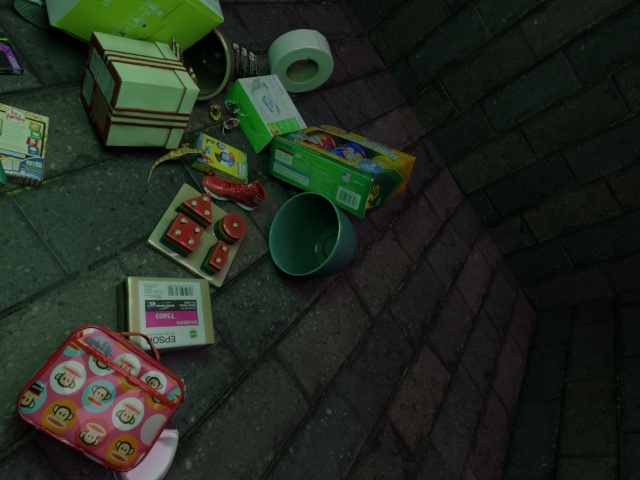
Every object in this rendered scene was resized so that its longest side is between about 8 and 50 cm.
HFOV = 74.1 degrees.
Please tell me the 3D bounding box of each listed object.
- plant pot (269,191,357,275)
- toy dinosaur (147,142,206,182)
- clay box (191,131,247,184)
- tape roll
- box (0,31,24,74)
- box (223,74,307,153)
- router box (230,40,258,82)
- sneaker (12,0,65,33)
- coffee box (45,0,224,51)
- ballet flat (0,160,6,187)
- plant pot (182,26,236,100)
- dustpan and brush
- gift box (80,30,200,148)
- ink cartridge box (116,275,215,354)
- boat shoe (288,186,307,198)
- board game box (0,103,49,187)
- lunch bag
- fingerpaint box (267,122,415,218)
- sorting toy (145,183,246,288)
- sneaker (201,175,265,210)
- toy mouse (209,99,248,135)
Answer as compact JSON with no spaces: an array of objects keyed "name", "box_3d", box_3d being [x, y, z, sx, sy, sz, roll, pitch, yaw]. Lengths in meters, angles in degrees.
[{"name":"plant pot","box_3d":[0.000,0.000,1.538,0.235,0.292,0.293,23,52,-55]},{"name":"toy dinosaur","box_3d":[-0.473,-0.274,1.348,0.211,0.064,0.112,-26,52,-22]},{"name":"clay box","box_3d":[-0.342,-0.280,1.504,0.221,0.053,0.128,19,54,-37]},{"name":"tape roll","box_3d":[-0.087,-0.782,1.863,0.286,0.286,0.100,6,64,-44]},{"name":"box","box_3d":[-0.878,-0.482,1.090,0.162,0.029,0.116,-29,91,-48]},{"name":"box","box_3d":[-0.217,-0.510,1.707,0.231,0.126,0.262,-31,92,-47]},{"name":"router box","box_3d":[-0.325,-0.728,1.772,0.133,0.046,0.179,15,59,-40]},{"name":"sneaker","box_3d":[-0.782,-0.707,1.268,0.226,0.086,0.164,6,63,-42]},{"name":"coffee box","box_3d":[-0.547,-0.760,1.230,0.338,0.337,0.335,9,61,-64]},{"name":"ballet flat","box_3d":[-0.775,-0.211,0.964,0.068,0.072,0.214,-17,80,-18]},{"name":"plant pot","box_3d":[-0.411,-0.659,1.525,0.263,0.263,0.229,48,26,-16]},{"name":"dustpan and brush","box_3d":[-0.418,0.554,0.981,0.147,0.060,0.211,15,52,-26]},{"name":"gift box","box_3d":[-0.520,-0.448,1.241,0.258,0.255,0.277,-10,62,-46]},{"name":"ink cartridge box","box_3d":[-0.415,0.202,1.144,0.234,0.088,0.194,7,63,-44]},{"name":"boat shoe","box_3d":[-0.010,-0.214,1.766,0.113,0.127,0.340,34,42,19]},{"name":"board game box","box_3d":[-0.771,-0.241,1.055,0.146,0.045,0.194,12,61,-41]},{"name":"lunch bag","box_3d":[-0.461,0.327,0.938,0.293,0.120,0.258,42,58,-18]},{"name":"fingerpaint box","box_3d":[0.085,-0.297,1.656,0.444,0.163,0.371,28,35,24]},{"name":"sorting toy","box_3d":[-0.359,-0.028,1.324,0.257,0.089,0.256,38,46,-24]},{"name":"sneaker","box_3d":[-0.285,-0.186,1.455,0.221,0.128,0.087,19,56,-38]},{"name":"toy mouse","box_3d":[-0.342,-0.467,1.594,0.142,0.031,0.161,-7,78,-22]}]
